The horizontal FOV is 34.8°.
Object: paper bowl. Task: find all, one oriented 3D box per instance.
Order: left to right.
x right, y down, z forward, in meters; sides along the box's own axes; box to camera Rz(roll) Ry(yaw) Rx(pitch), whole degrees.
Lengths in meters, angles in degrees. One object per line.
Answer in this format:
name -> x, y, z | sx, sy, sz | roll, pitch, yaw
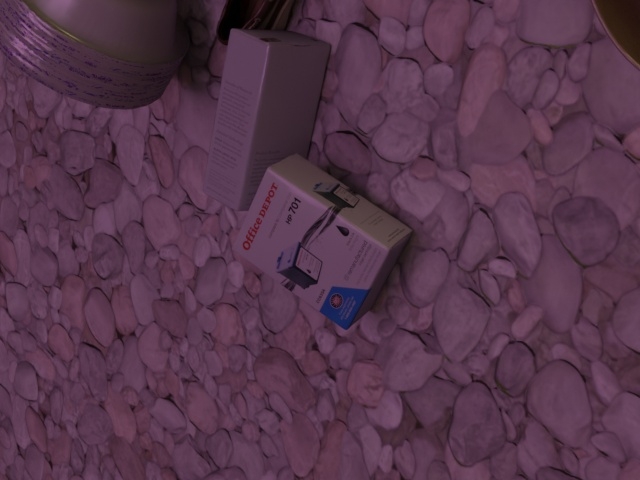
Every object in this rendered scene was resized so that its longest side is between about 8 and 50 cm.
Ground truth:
paper bowl -> -0.319, -0.331, 1.451 | 0.284, 0.284, 0.148 | 53, 124, 24

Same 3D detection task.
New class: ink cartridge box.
ink cartridge box -> 0.000, 0.000, 1.308 | 0.190, 0.082, 0.140 | 33, 121, 13

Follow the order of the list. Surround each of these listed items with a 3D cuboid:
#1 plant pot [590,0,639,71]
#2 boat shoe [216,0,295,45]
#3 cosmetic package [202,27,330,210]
plant pot -> 0.389, -0.257, 0.843 | 0.284, 0.191, 0.284 | 9, 103, 43
boat shoe -> -0.065, -0.359, 1.330 | 0.095, 0.095, 0.257 | 42, 124, 31
cosmetic package -> -0.074, -0.161, 1.361 | 0.085, 0.117, 0.231 | 28, 115, 37
